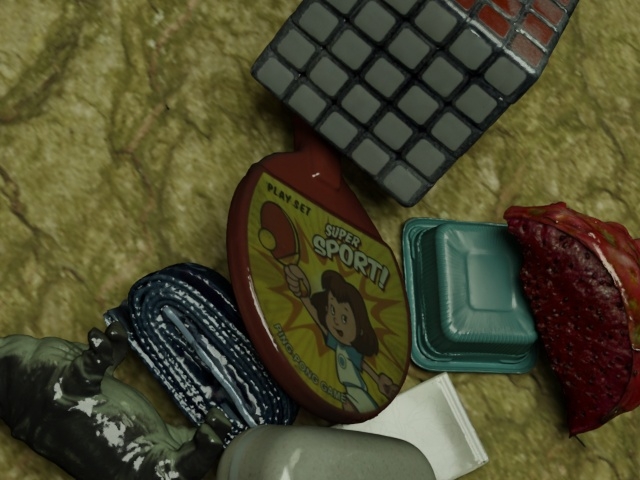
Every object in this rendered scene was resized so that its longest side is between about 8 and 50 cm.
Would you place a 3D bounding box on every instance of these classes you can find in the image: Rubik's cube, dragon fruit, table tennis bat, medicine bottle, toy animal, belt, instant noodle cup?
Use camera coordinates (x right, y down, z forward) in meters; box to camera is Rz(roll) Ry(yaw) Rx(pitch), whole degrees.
[{"bbox_3d":[0.108,-0.221,1.602,0.238,0.237,0.237,39,38,-1],"label":"Rubik's cube"},{"bbox_3d":[0.327,0.055,1.635,0.211,0.134,0.262,-31,104,-49],"label":"dragon fruit"},{"bbox_3d":[0.000,0.000,1.579,0.268,0.051,0.415,31,45,-39],"label":"table tennis bat"},{"bbox_3d":[0.006,0.366,1.411,0.282,0.123,0.375,14,74,-44],"label":"medicine bottle"},{"bbox_3d":[-0.255,0.148,1.448,0.343,0.106,0.168,26,100,5],"label":"toy animal"},{"bbox_3d":[-0.104,0.117,1.529,0.122,0.128,0.218,-39,86,7],"label":"belt"},{"bbox_3d":[0.174,0.054,1.653,0.157,0.070,0.179,3,70,-17],"label":"instant noodle cup"}]

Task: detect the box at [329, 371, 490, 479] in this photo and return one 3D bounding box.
[{"bbox_3d":[0.073,0.228,1.584,0.198,0.029,0.109,-23,82,-20],"label":"box"}]
